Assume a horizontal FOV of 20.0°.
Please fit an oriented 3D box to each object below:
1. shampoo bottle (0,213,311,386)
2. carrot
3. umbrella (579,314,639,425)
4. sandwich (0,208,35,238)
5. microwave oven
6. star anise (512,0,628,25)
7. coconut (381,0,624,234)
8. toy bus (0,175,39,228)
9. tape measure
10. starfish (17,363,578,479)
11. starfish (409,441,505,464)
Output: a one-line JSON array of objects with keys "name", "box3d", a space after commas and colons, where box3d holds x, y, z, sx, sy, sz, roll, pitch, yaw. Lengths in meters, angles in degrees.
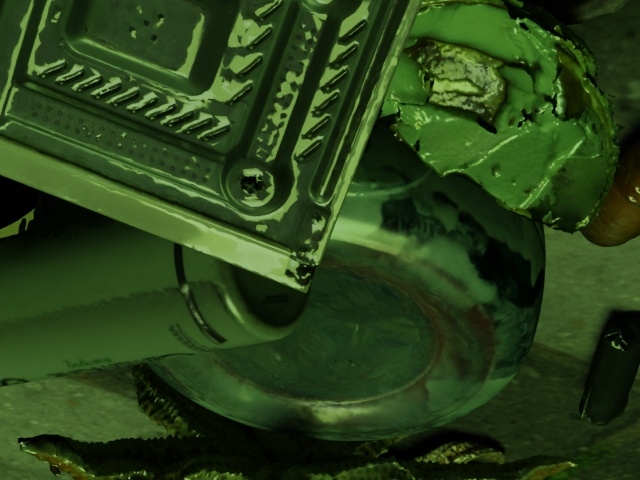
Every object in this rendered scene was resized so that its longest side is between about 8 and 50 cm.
[{"name": "shampoo bottle", "box3d": [-0.133, 0.031, 0.979, 0.262, 0.085, 0.085, -12, 143, 32]}, {"name": "carrot", "box3d": [0.205, -0.054, 1.053, 0.047, 0.047, 0.191, 16, 145, -15]}, {"name": "umbrella", "box3d": [0.210, 0.094, 1.295, 0.036, 0.031, 0.133, 7, 148, 2]}, {"name": "sandwich", "box3d": [-0.260, -0.031, 1.194, 0.187, 0.144, 0.117, -33, 144, -6]}, {"name": "microwave oven", "box3d": [-0.079, -0.114, 0.824, 0.240, 0.145, 0.194, 21, 115, 0]}, {"name": "star anise", "box3d": [0.144, -0.168, 0.844, 0.209, 0.089, 0.231, 3, 146, 6]}, {"name": "coconut", "box3d": [0.086, -0.072, 0.929, 0.158, 0.055, 0.133, 36, 123, -6]}, {"name": "toy bus", "box3d": [-0.292, -0.089, 0.982, 0.303, 0.147, 0.127, 8, 150, -2]}, {"name": "tape measure", "box3d": [0.000, 0.000, 1.081, 0.256, 0.147, 0.275, -23, 134, 34]}, {"name": "starfish", "box3d": [-0.011, 0.145, 1.205, 0.358, 0.078, 0.347, 12, -171, 7]}, {"name": "starfish", "box3d": [0.080, 0.207, 1.474, 0.210, 0.053, 0.150, 5, 152, -2]}]
